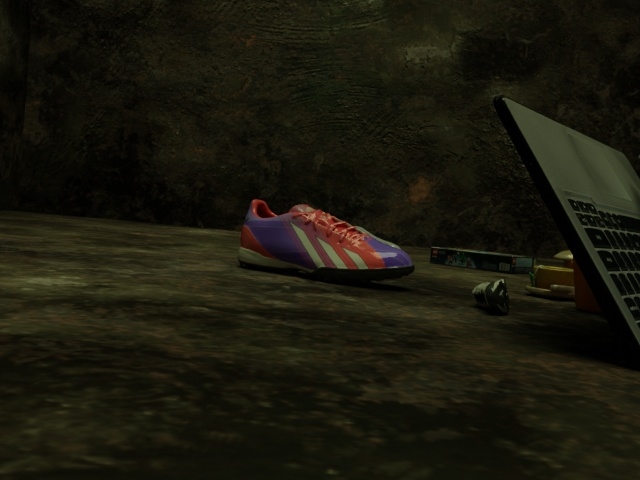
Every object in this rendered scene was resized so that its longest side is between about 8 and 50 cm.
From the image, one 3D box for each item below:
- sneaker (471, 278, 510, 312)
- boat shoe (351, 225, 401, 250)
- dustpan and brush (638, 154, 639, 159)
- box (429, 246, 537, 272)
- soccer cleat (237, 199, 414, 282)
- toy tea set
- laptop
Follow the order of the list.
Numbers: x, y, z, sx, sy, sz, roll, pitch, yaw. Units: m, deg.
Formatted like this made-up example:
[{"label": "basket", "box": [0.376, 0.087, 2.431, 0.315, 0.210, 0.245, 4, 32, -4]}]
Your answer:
[{"label": "sneaker", "box": [0.211, 0.071, 0.739, 0.043, 0.040, 0.109, -11, -7, 18]}, {"label": "boat shoe", "box": [0.073, 0.012, 1.234, 0.075, 0.083, 0.226, 5, 3, -34]}, {"label": "dustpan and brush", "box": [0.459, -0.080, 0.628, 0.147, 0.060, 0.211, 17, 16, -1]}, {"label": "box", "box": [0.434, 0.052, 1.583, 0.233, 0.044, 0.159, 7, 3, 41]}, {"label": "soccer cleat", "box": [0.000, 0.000, 0.944, 0.318, 0.116, 0.108, 6, 2, 34]}, {"label": "toy tea set", "box": [0.436, 0.037, 0.914, 0.200, 0.124, 0.336, 5, 2, -8]}, {"label": "laptop", "box": [0.423, 0.002, 0.549, 0.382, 0.408, 0.236, 3, -31, -48]}]
